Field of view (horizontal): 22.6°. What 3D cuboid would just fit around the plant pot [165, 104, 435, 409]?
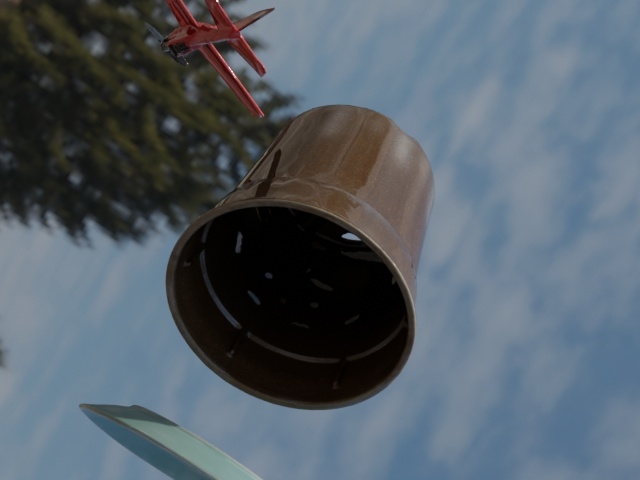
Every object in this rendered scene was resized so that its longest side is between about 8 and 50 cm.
[{"bbox_3d":[0.000,0.000,1.088,0.167,0.167,0.165,-43,-167,35],"label":"plant pot"}]

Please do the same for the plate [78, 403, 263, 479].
[{"bbox_3d":[-0.082,0.156,1.102,0.024,0.188,0.188,-57,-161,-14],"label":"plate"}]

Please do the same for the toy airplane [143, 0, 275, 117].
[{"bbox_3d":[-0.074,-0.136,1.070,0.028,0.151,0.151,-44,-166,-23],"label":"toy airplane"}]
